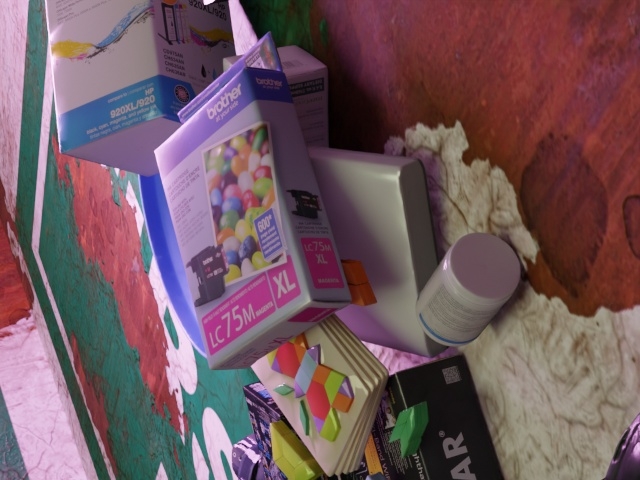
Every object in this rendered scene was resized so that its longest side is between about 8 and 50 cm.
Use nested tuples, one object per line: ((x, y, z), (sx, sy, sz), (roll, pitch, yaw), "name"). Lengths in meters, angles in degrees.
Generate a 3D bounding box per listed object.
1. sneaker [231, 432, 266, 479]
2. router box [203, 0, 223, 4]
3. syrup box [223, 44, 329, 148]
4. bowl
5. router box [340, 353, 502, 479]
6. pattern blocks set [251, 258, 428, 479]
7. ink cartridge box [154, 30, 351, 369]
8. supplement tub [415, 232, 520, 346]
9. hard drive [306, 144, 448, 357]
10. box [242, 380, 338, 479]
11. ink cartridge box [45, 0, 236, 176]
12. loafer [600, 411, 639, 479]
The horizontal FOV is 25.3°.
((-0.062, 0.277, 1.906), (0.163, 0.086, 0.226), (-132, 37, -51), "sneaker")
((-0.037, -0.308, 1.371), (0.046, 0.179, 0.133), (-171, 68, -70), "router box")
((-0.048, -0.095, 1.640), (0.096, 0.093, 0.237), (-137, 39, -54), "syrup box")
((-0.156, -0.029, 1.971), (0.391, 0.077, 0.391), (167, 90, -68), "bowl")
((0.112, 0.292, 1.487), (0.243, 0.081, 0.309), (143, 112, -67), "router box")
((-0.006, 0.136, 1.474), (0.325, 0.026, 0.285), (37, 128, 43), "pattern blocks set")
((-0.082, -0.042, 1.475), (0.186, 0.065, 0.311), (-35, 61, 43), "ink cartridge box")
((0.133, 0.046, 1.306), (0.107, 0.071, 0.071), (118, 134, -59), "supplement tub")
((0.000, 0.000, 1.506), (0.307, 0.040, 0.203), (10, 118, 46), "hard drive")
((-0.029, 0.263, 1.687), (0.220, 0.051, 0.175), (-171, 66, -76), "box")
((-0.215, -0.222, 1.753), (0.168, 0.171, 0.232), (-17, 74, 31), "ink cartridge box")
((0.251, 0.218, 1.122), (0.078, 0.076, 0.223), (-105, 15, -45), "loafer")
